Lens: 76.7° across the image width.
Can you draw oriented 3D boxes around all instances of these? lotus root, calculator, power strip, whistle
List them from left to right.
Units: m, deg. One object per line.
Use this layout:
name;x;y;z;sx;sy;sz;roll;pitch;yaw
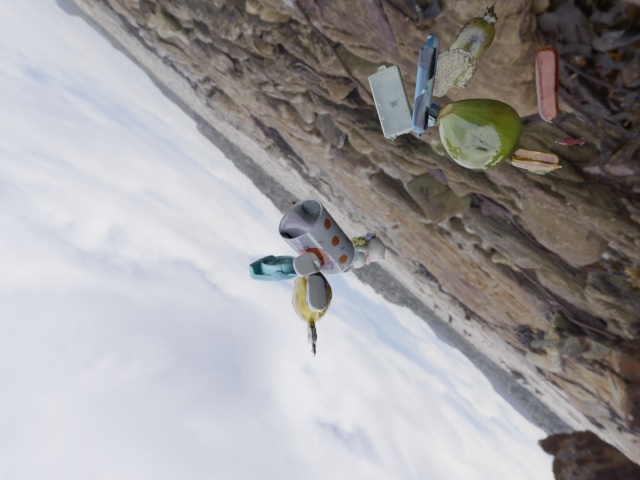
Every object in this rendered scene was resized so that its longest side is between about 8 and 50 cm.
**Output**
power strip;0.264;-0.507;1.490;0.046;0.118;0.270;-20;-86;-70
calculator;0.313;-0.456;1.213;0.051;0.292;0.173;8;-154;13
whistle;0.467;-0.534;1.710;0.180;0.093;0.269;35;-152;-2
lotus root;0.706;-0.922;1.829;0.154;0.278;0.153;21;-137;-21

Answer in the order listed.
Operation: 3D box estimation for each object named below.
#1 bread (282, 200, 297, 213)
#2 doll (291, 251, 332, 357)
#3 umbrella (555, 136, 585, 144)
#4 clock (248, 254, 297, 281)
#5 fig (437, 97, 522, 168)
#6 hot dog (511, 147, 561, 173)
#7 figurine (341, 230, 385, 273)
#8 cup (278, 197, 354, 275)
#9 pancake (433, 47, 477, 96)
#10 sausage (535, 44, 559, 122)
bread;-0.124;-0.125;2.097;0.074;0.084;0.139;24;-153;-51
doll;-0.031;0.216;1.516;0.348;0.162;0.422;-94;3;-52
umbrella;0.933;-0.370;1.512;0.025;0.166;0.027;133;127;-59
clock;-0.215;0.141;2.120;0.275;0.094;0.224;-1;-166;26
fig;0.446;-0.303;1.162;0.230;0.207;0.207;-7;-151;-23
hot dog;0.569;-0.209;1.073;0.041;0.056;0.133;22;-175;-42
figurine;0.186;0.061;1.950;0.127;0.236;0.155;14;123;67
cup;0.000;0.000;1.717;0.317;0.212;0.212;47;180;-39
pancake;0.559;-0.726;1.757;0.211;0.236;0.029;68;-165;-50
sausage;0.902;-0.617;1.611;0.089;0.084;0.299;-55;-44;-66
